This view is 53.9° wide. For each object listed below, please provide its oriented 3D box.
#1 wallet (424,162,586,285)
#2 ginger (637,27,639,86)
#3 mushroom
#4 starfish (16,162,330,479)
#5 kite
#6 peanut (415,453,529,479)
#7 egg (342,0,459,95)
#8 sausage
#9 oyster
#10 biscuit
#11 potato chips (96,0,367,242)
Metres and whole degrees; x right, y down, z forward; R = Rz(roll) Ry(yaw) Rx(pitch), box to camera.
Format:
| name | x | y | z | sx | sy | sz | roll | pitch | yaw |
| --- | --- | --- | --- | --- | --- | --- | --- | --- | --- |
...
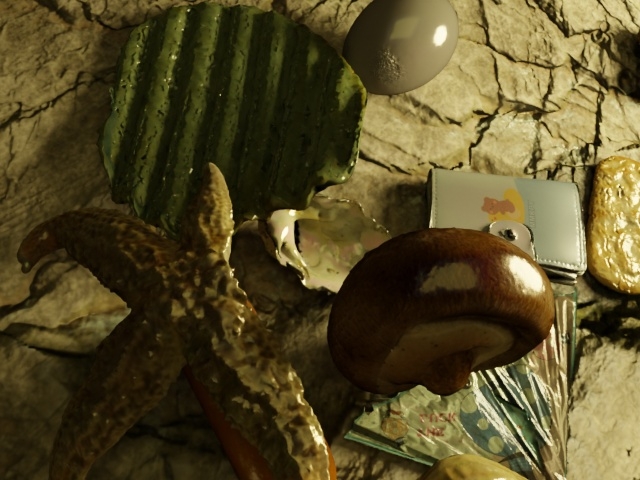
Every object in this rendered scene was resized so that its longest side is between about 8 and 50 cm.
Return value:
| name | x | y | z | sx | sy | sz | roll | pitch | yaw |
| --- | --- | --- | --- | --- | --- | --- | --- | --- | --- |
| wallet | 0.260 | -0.022 | 0.895 | 0.231 | 0.069 | 0.170 | 7 | 60 | -3 |
| ginger | 0.607 | -0.319 | 1.111 | 0.095 | 0.069 | 0.190 | 0 | 64 | 11 |
| mushroom | 0.128 | 0.083 | 0.706 | 0.253 | 0.253 | 0.153 | -3 | 53 | -14 |
| starfish | -0.175 | 0.119 | 0.651 | 0.324 | 0.082 | 0.432 | -22 | 68 | 8 |
| kite | 0.212 | 0.179 | 0.819 | 0.406 | 0.014 | 0.368 | -26 | 73 | -21 |
| peanut | 0.124 | 0.302 | 0.679 | 0.274 | 0.111 | 0.125 | -7 | 102 | -18 |
| egg | 0.119 | -0.298 | 0.944 | 0.198 | 0.146 | 0.146 | -33 | 76 | -17 |
| sausage | -0.078 | 0.178 | 0.704 | 0.105 | 0.105 | 0.274 | -24 | 72 | -22 |
| oyster | 0.002 | 0.009 | 0.820 | 0.209 | 0.072 | 0.133 | 14 | 78 | -9 |
| biscuit | 0.470 | -0.029 | 0.966 | 0.118 | 0.029 | 0.247 | 20 | 63 | -3 |
| potato chips | -0.116 | -0.187 | 0.852 | 0.358 | 0.070 | 0.429 | -1 | 56 | 4 |
